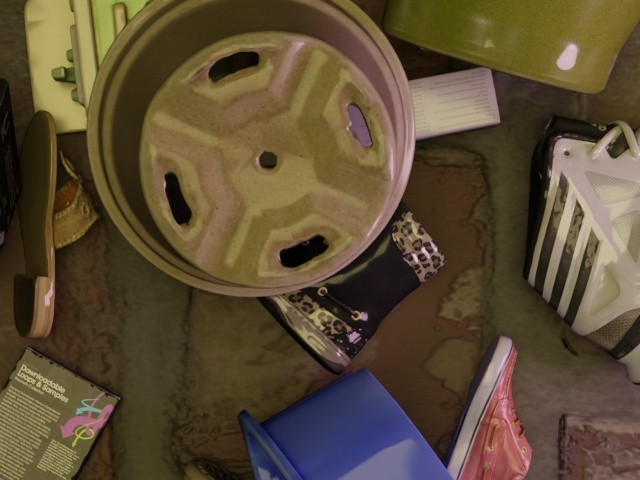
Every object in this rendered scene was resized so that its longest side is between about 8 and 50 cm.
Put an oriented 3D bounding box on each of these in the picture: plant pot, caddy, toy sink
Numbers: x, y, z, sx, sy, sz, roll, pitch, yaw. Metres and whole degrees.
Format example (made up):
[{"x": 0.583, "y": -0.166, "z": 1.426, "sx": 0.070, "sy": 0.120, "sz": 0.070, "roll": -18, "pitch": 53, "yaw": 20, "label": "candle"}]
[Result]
[{"x": 0.220, "y": -0.342, "z": 1.807, "sx": 0.366, "sy": 0.366, "sz": 0.353, "roll": 16, "pitch": 99, "yaw": 0, "label": "plant pot"}, {"x": 0.048, "y": 0.289, "z": 1.816, "sx": 0.179, "sy": 0.241, "sz": 0.341, "roll": -36, "pitch": 88, "yaw": -8, "label": "caddy"}, {"x": -0.054, "y": -0.087, "z": 1.682, "sx": 0.333, "sy": 0.305, "sz": 0.334, "roll": -1, "pitch": 98, "yaw": -6, "label": "plant pot"}, {"x": -0.194, "y": -0.201, "z": 1.881, "sx": 0.234, "sy": 0.131, "sz": 0.153, "roll": -6, "pitch": 88, "yaw": -1, "label": "toy sink"}]

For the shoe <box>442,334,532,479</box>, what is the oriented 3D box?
[{"x": 0.190, "y": 0.194, "z": 1.909, "sx": 0.081, "sy": 0.063, "sz": 0.178, "roll": 20, "pitch": 93, "yaw": -1, "label": "shoe"}]

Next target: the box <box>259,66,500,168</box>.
[{"x": 0.025, "y": -0.122, "z": 1.916, "sx": 0.324, "sy": 0.063, "sz": 0.067, "roll": -12, "pitch": 89, "yaw": -1, "label": "box"}]

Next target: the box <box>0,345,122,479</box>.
[{"x": -0.299, "y": 0.209, "z": 1.916, "sx": 0.116, "sy": 0.029, "sz": 0.162, "roll": 30, "pitch": 89, "yaw": 0, "label": "box"}]

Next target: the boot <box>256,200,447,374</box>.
[{"x": 0.000, "y": 0.001, "z": 1.904, "sx": 0.178, "sy": 0.085, "sz": 0.236, "roll": -41, "pitch": 91, "yaw": -6, "label": "boot"}]

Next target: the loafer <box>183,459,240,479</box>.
[{"x": -0.065, "y": 0.345, "z": 1.877, "sx": 0.092, "sy": 0.102, "sz": 0.268, "roll": -40, "pitch": 90, "yaw": 5, "label": "loafer"}]

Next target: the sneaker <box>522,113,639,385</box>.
[{"x": 0.377, "y": -0.095, "z": 1.867, "sx": 0.257, "sy": 0.169, "sz": 0.447, "roll": 38, "pitch": 90, "yaw": -1, "label": "sneaker"}]

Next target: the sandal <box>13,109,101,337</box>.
[{"x": -0.272, "y": -0.016, "z": 1.915, "sx": 0.079, "sy": 0.088, "sz": 0.240, "roll": 2, "pitch": 95, "yaw": -32, "label": "sandal"}]

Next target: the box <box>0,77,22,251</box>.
[{"x": -0.439, "y": -0.076, "z": 1.818, "sx": 0.247, "sy": 0.163, "sz": 0.142, "roll": 8, "pitch": 49, "yaw": 4, "label": "box"}]
